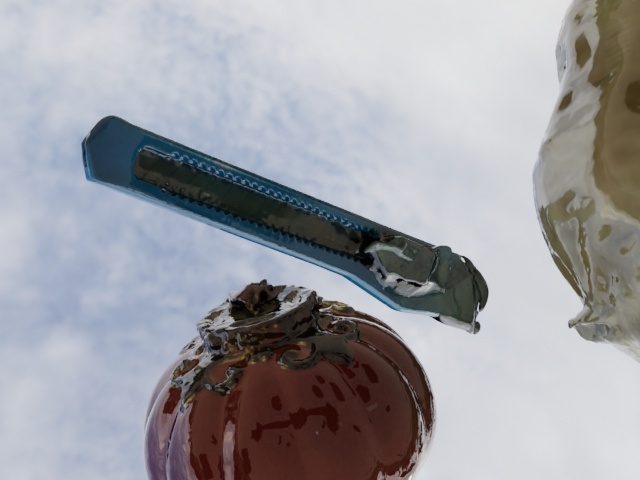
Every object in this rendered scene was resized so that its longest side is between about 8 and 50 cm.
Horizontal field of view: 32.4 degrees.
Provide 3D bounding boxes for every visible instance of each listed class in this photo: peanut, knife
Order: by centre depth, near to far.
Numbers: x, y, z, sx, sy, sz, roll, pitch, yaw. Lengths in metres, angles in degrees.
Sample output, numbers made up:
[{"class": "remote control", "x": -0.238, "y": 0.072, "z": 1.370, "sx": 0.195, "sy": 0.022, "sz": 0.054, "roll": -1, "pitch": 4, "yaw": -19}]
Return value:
[{"class": "peanut", "x": 0.160, "y": -0.036, "z": 0.490, "sx": 0.129, "sy": 0.129, "sz": 0.224, "roll": 19, "pitch": -125, "yaw": -12}, {"class": "knife", "x": 0.002, "y": 0.001, "z": 0.561, "sx": 0.296, "sy": 0.044, "sz": 0.026, "roll": 20, "pitch": 180, "yaw": -44}]

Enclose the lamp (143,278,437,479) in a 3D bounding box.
[{"class": "lamp", "x": -0.026, "y": 0.133, "z": 0.833, "sx": 0.227, "sy": 0.227, "sz": 0.227, "roll": 15, "pitch": -136, "yaw": -15}]
